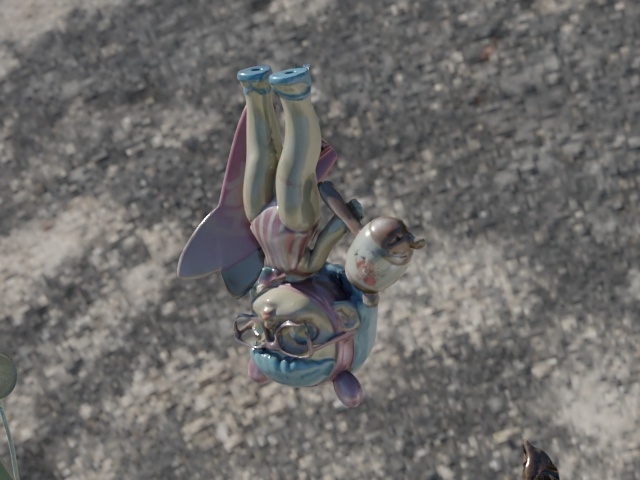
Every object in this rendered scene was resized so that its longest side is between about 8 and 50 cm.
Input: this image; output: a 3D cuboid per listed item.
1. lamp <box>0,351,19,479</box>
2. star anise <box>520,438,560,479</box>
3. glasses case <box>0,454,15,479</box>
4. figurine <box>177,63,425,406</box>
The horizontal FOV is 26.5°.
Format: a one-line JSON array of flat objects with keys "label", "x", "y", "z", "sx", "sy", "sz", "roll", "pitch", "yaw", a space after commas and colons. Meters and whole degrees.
[{"label": "lamp", "x": -0.294, "y": 0.203, "z": 1.314, "sx": 0.050, "sy": 0.198, "sz": 0.056, "roll": -15, "pitch": 2, "yaw": -39}, {"label": "star anise", "x": 0.240, "y": 0.281, "z": 1.388, "sx": 0.056, "sy": 0.129, "sz": 0.124, "roll": -20, "pitch": 26, "yaw": -11}, {"label": "glasses case", "x": -0.424, "y": 0.296, "z": 1.678, "sx": 0.077, "sy": 0.184, "sz": 0.039, "roll": -28, "pitch": 47, "yaw": -11}, {"label": "figurine", "x": 0.001, "y": -0.005, "z": 1.013, "sx": 0.205, "sy": 0.260, "sz": 0.103, "roll": 5, "pitch": 21, "yaw": 31}]
